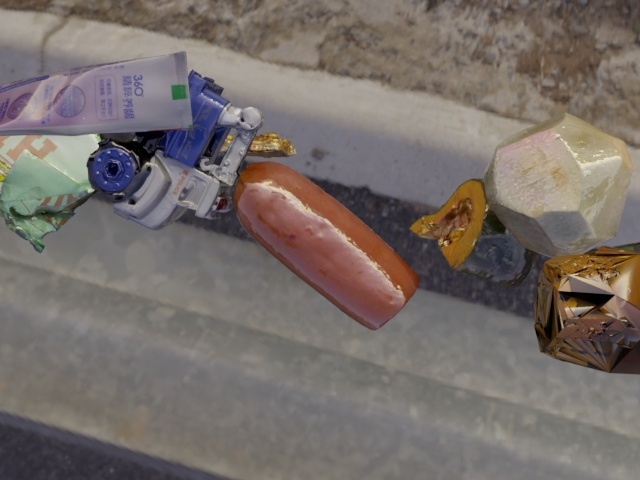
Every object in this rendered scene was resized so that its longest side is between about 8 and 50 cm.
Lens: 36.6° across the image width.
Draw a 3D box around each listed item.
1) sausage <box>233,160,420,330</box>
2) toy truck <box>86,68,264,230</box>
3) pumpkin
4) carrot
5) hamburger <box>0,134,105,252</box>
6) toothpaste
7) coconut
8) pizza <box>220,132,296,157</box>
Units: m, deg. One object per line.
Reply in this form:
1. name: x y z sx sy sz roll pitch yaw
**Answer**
1. sausage: 0.000 0.000 1.208 0.259 0.113 0.113 40 125 0
2. toy truck: -0.180 -0.110 1.255 0.177 0.161 0.213 28 97 5
3. pumpkin: 0.283 0.009 1.801 0.139 0.190 0.280 16 150 -21
4. carrot: 0.217 0.032 0.459 0.228 0.069 0.069 0 125 -4
5. hamburger: -0.405 -0.102 1.353 0.214 0.125 0.235 -18 96 -20
6. toothpaste: -0.277 -0.140 0.987 0.301 0.048 0.075 -3 82 10
7. coconut: 0.382 -0.085 1.512 0.197 0.237 0.237 15 139 -45
8. pizza: -0.109 -0.169 1.709 0.178 0.131 0.041 1 91 -23
